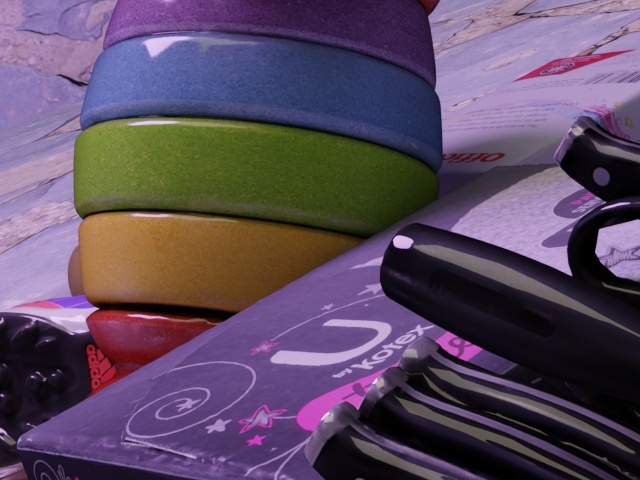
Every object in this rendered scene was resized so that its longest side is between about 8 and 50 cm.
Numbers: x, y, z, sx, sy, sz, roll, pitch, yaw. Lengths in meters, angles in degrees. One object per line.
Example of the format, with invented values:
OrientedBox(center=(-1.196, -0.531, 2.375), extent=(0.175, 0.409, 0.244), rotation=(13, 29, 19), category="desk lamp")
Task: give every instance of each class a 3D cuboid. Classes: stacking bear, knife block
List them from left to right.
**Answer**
OrientedBox(center=(-0.035, 0.005, 0.641), extent=(0.164, 0.289, 0.175), rotation=(12, -8, -34), category="stacking bear")
OrientedBox(center=(0.127, 0.068, 0.292), extent=(0.242, 0.088, 0.276), rotation=(-3, 31, -7), category="knife block")

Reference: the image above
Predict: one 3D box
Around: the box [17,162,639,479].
OrientedBox(center=(0.057, 0.074, 0.516), extent=(0.247, 0.142, 0.163), rotation=(-30, 18, -36), category="box")

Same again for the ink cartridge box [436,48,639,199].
OrientedBox(center=(0.120, -0.009, 0.776), extent=(0.176, 0.127, 0.128), rotation=(-28, 17, -32), category="ink cartridge box")

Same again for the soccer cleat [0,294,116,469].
OrientedBox(center=(-0.065, 0.066, 0.808), extent=(0.318, 0.109, 0.116), rotation=(-7, 0, 30), category="soccer cleat")

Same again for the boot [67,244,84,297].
OrientedBox(center=(0.000, 0.000, 1.013), extent=(0.269, 0.089, 0.236), rotation=(-2, 25, 42), category="boot")
